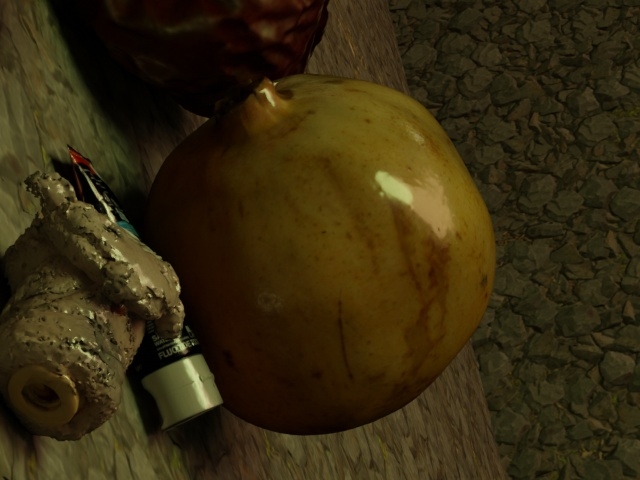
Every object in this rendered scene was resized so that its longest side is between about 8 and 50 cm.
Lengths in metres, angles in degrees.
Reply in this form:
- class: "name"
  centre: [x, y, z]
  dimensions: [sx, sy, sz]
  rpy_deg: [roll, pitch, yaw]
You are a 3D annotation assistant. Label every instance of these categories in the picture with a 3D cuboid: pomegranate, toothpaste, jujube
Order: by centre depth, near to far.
- class: "toothpaste"
  centre: [-0.122, 0.029, 1.061]
  dimensions: [0.071, 0.045, 0.194]
  rpy_deg: [51, 15, -84]
- class: "pomegranate"
  centre: [0.000, 0.000, 1.145]
  dimensions: [0.264, 0.264, 0.264]
  rpy_deg: [-19, 90, -80]
- class: "jujube"
  centre: [-0.085, -0.199, 1.273]
  dimensions: [0.342, 0.216, 0.216]
  rpy_deg: [56, 16, -80]

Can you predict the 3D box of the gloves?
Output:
- class: "gloves"
  centre: [-0.128, 0.040, 0.874]
  dimensions: [0.110, 0.094, 0.144]
  rpy_deg: [44, 34, -44]
